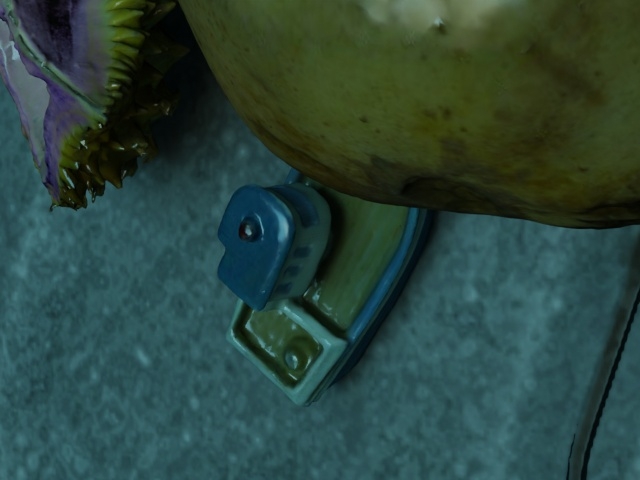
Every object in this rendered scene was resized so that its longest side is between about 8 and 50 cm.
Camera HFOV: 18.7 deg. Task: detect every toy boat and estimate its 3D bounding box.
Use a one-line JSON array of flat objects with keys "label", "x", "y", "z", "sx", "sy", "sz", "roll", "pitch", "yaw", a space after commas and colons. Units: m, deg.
[{"label": "toy boat", "x": 0.000, "y": 0.000, "z": 1.072, "sx": 0.088, "sy": 0.102, "sz": 0.215, "roll": 40, "pitch": 117, "yaw": 24}]

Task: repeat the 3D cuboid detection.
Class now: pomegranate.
[{"label": "pomegranate", "x": 0.089, "y": -0.142, "z": 0.858, "sx": 0.322, "sy": 0.322, "sz": 0.322, "roll": 6, "pitch": 99, "yaw": 37}]

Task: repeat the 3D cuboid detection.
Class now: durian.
[{"label": "durian", "x": -0.152, "y": -0.160, "z": 1.159, "sx": 0.191, "sy": 0.112, "sz": 0.341, "roll": 86, "pitch": 163, "yaw": -59}]
